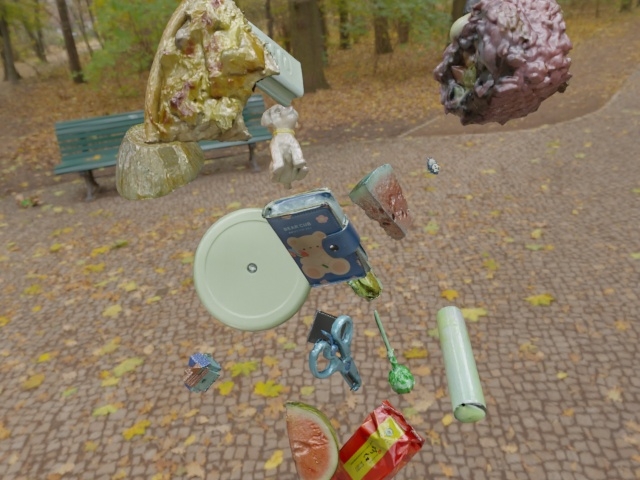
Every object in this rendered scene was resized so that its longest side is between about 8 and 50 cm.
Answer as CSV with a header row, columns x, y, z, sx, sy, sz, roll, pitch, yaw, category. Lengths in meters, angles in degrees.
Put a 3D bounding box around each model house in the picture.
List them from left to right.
x,y,z,sx,sy,sz,roll,pitch,yaw,category
-0.483,0.505,1.964,0.119,0.149,0.148,38,79,28,model house

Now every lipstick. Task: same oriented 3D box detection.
x,y,z,sx,sy,sz,roll,pitch,yaw,category
0.328,0.285,1.198,0.076,0.076,0.304,-3,37,5,lipstick

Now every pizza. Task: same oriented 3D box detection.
x,y,z,sx,sy,sz,roll,pitch,yaw,category
-0.199,-0.287,0.888,0.223,0.324,0.089,29,15,7,pizza

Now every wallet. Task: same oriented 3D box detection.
x,y,z,sx,sy,sz,roll,pitch,yaw,category
0.000,0.000,0.926,0.141,0.202,0.059,-12,41,24,wallet

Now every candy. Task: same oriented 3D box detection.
x,y,z,sx,sy,sz,roll,pitch,yaw,category
0.245,0.394,1.786,0.097,0.324,0.097,-21,6,3,candy

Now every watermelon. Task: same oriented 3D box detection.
x,y,z,sx,sy,sz,roll,pitch,yaw,category
-0.011,0.665,1.702,0.159,0.304,0.128,-10,6,12,watermelon
0.206,-0.107,1.556,0.154,0.241,0.094,-44,18,-33,watermelon

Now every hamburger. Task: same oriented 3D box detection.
x,y,z,sx,sy,sz,roll,pitch,yaw,category
0.171,0.160,2.159,0.214,0.125,0.235,55,13,23,hamburger

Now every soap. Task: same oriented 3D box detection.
x,y,z,sx,sy,sz,roll,pitch,yaw,category
-0.131,-0.405,1.148,0.066,0.198,0.119,-29,55,32,soap

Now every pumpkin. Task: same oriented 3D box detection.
x,y,z,sx,sy,sz,roll,pitch,yaw,category
-0.379,-0.199,1.148,0.217,0.110,0.217,-7,38,6,pumpkin

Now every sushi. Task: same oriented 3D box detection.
x,y,z,sx,sy,sz,roll,pitch,yaw,category
0.343,-0.356,1.008,0.170,0.237,0.270,-20,-7,-17,sushi

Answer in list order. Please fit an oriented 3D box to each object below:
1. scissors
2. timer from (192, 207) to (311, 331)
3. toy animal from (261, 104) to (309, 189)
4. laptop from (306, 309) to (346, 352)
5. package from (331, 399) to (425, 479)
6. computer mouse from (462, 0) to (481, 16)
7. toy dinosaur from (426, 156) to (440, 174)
x,y,z,sx,sy,sz,roll,pitch,yaw,category
0.063,0.347,1.417,0.032,0.393,0.180,24,65,32,scissors
-0.141,0.084,1.316,0.290,0.291,0.315,-3,-8,7,timer
-0.096,-0.236,1.274,0.104,0.185,0.184,-15,-12,-10,toy animal
0.037,0.353,1.943,0.180,0.129,0.016,25,-11,-29,laptop
0.180,0.738,1.731,0.123,0.424,0.196,8,32,-52,package
0.571,-0.708,1.510,0.269,0.170,0.100,39,25,31,computer mouse
0.372,-0.248,1.671,0.030,0.047,0.083,-14,34,-2,toy dinosaur
